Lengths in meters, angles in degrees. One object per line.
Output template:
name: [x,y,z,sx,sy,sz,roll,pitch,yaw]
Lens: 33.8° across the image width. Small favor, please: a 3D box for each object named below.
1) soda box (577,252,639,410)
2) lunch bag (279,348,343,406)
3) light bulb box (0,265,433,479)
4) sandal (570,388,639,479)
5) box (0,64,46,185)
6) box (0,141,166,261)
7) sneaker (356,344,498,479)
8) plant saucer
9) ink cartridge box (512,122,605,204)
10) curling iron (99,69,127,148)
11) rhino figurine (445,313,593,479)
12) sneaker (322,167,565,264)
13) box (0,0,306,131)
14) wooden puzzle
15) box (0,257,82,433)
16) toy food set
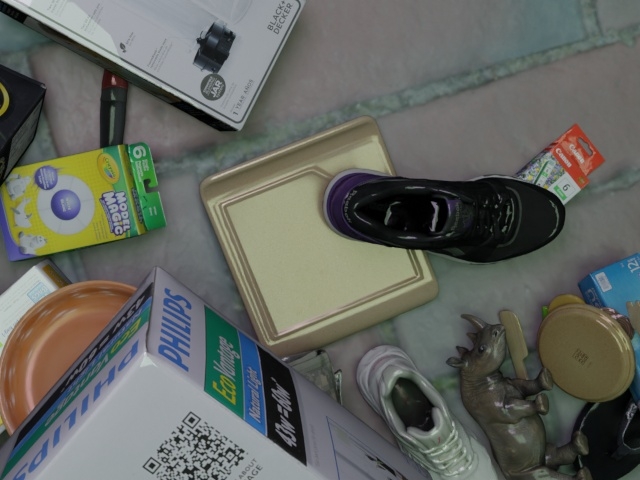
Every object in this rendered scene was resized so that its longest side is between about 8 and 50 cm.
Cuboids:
soda box: [0.383,0.126,1.235,0.067,0.071,0.210,-22,78,-4]
lunch bag: [-0.093,0.262,1.161,0.287,0.169,0.235,-14,93,-5]
light bulb box: [-0.122,0.284,0.941,0.361,0.225,0.358,40,97,-15]
sandal: [0.407,0.199,1.280,0.254,0.054,0.097,-41,97,-3]
box: [-0.485,-0.081,1.003,0.318,0.395,0.097,23,131,-5]
box: [-0.267,-0.043,1.167,0.179,0.043,0.105,-12,95,6]
sneaker: [0.128,0.229,1.216,0.090,0.115,0.232,-41,98,-3]
plant saucer: [-0.227,0.141,1.074,0.200,0.037,0.200,-1,76,3]
ink cartridge box: [0.285,-0.081,1.259,0.115,0.029,0.063,-41,97,-2]
curling iron: [-0.245,-0.173,1.186,0.068,0.035,0.274,-2,97,9]
rhino figurine: [0.223,0.193,1.240,0.106,0.073,0.243,-26,97,32]
sneaker: [0.152,-0.020,1.166,0.283,0.124,0.107,2,96,-13]
box: [-0.183,-0.256,1.127,0.290,0.087,0.169,27,86,-20]
wooden puzzle: [0.000,0.000,1.227,0.221,0.044,0.238,-22,101,-6]
box: [-0.343,0.128,1.157,0.203,0.103,0.114,-43,97,-3]
toy food set: [0.311,0.124,1.227,0.038,0.192,0.132,-24,102,-46]
